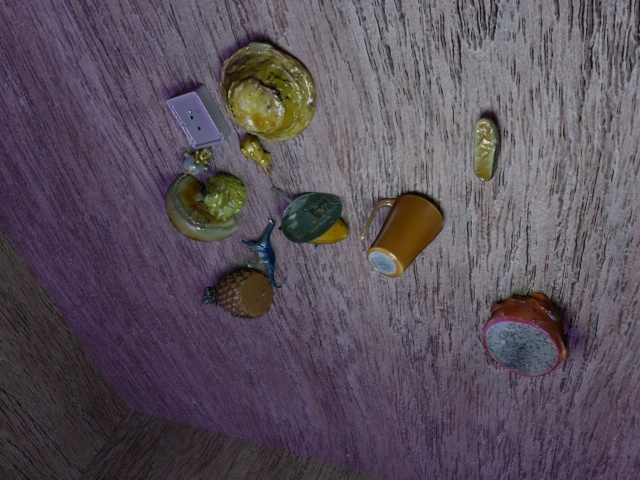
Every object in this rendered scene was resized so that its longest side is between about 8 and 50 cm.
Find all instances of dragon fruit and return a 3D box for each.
[{"bbox_3d":[0.705,0.308,1.962,0.291,0.189,0.290,17,130,21],"label":"dragon fruit"}]

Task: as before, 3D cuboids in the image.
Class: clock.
[{"bbox_3d":[-0.416,-0.419,1.944,0.150,0.063,0.197,-7,126,33],"label":"clock"}]

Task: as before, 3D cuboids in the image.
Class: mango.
[{"bbox_3d":[-0.020,-0.054,2.035,0.253,0.126,0.153,12,139,8],"label":"mango"}]

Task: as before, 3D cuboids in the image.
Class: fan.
[{"bbox_3d":[-0.041,-0.116,1.978,0.224,0.294,0.012,-19,142,3],"label":"fan"}]

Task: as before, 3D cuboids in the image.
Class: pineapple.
[{"bbox_3d":[-0.382,0.233,2.462,0.358,0.222,0.222,-7,127,43],"label":"pineapple"}]

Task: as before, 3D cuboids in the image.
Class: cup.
[{"bbox_3d":[0.248,-0.023,1.838,0.226,0.264,0.182,28,147,18],"label":"cup"}]

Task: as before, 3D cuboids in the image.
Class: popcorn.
[{"bbox_3d":[-0.356,-0.156,2.101,0.174,0.142,0.173,-1,98,-4],"label":"popcorn"}]

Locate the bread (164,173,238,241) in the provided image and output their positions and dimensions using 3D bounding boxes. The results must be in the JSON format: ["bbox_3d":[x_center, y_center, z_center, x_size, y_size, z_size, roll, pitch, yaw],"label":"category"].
[{"bbox_3d":[-0.476,-0.088,2.197,0.314,0.192,0.171,38,136,-9],"label":"bread"}]

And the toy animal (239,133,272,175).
[{"bbox_3d":[-0.210,-0.291,1.966,0.070,0.083,0.159,-31,126,15],"label":"toy animal"}]

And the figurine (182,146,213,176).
[{"bbox_3d":[-0.447,-0.289,2.089,0.143,0.068,0.101,-14,131,17],"label":"figurine"}]

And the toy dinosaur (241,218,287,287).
[{"bbox_3d":[-0.230,0.055,2.289,0.147,0.076,0.362,6,129,14],"label":"toy dinosaur"}]

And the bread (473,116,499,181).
[{"bbox_3d":[0.474,-0.262,1.626,0.073,0.053,0.214,11,137,24],"label":"bread"}]

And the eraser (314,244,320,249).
[{"bbox_3d":[0.000,0.000,2.148,0.019,0.027,0.099,23,138,-5],"label":"eraser"}]

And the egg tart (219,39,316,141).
[{"bbox_3d":[-0.180,-0.435,1.760,0.342,0.129,0.341,16,136,17],"label":"egg tart"}]
